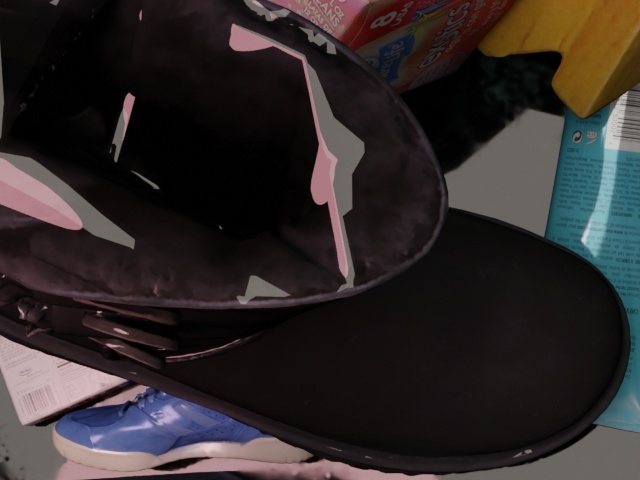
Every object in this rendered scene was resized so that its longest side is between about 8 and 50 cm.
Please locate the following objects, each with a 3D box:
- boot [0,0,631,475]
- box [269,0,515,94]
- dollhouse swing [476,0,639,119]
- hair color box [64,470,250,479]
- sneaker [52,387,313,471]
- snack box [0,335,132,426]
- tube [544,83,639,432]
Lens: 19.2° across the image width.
[{"bbox_3d":[-0.002,0.000,0.799,0.367,0.445,0.146,9,78,-4],"label":"boot"},{"bbox_3d":[-0.031,-0.220,0.974,0.154,0.142,0.300,-23,75,-35],"label":"box"},{"bbox_3d":[0.185,-0.319,1.031,0.305,0.315,0.347,-25,65,-35],"label":"dollhouse swing"},{"bbox_3d":[-0.076,0.214,0.887,0.114,0.374,0.185,28,89,11],"label":"hair color box"},{"bbox_3d":[-0.075,0.080,1.051,0.152,0.058,0.084,-1,111,5],"label":"sneaker"},{"bbox_3d":[-0.101,0.044,1.091,0.178,0.022,0.064,-23,79,6],"label":"snack box"},{"bbox_3d":[0.155,-0.002,1.045,0.080,0.052,0.207,8,89,14],"label":"tube"}]
